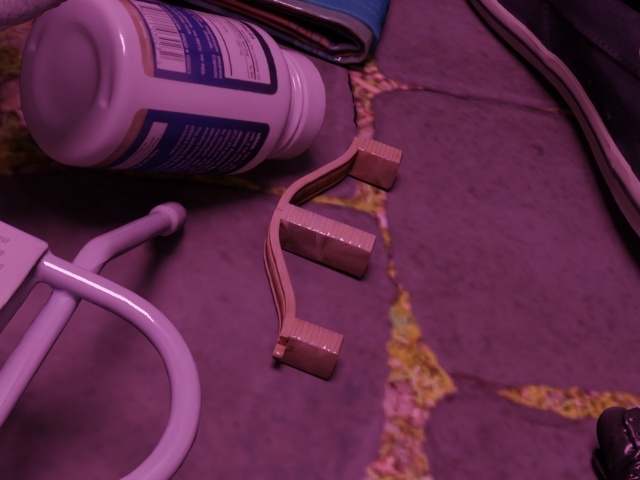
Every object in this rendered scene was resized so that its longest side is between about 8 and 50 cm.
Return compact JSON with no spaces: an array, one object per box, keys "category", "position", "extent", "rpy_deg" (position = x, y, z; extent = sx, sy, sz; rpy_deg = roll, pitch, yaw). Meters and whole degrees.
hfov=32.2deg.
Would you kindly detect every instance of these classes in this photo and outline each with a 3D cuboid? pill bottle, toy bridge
[{"category":"pill bottle","position":[-0.077,-0.085,0.639],"extent":[0.169,0.094,0.094],"rpy_deg":[1,46,-49]},{"category":"toy bridge","position":[0.000,0.000,0.661],"extent":[0.063,0.026,0.188],"rpy_deg":[21,45,0]}]

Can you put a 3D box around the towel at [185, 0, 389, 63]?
[{"category":"towel","position":[-0.060,-0.295,0.900],"extent":[0.272,0.040,0.370],"rpy_deg":[18,44,-6]}]

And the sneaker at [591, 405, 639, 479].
[{"category":"sneaker","position":[0.172,0.131,0.599],"extent":[0.170,0.051,0.089],"rpy_deg":[-14,56,-38]}]

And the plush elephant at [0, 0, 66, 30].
[{"category":"plush elephant","position":[-0.209,-0.218,0.529],"extent":[0.271,0.255,0.330],"rpy_deg":[64,33,-25]}]

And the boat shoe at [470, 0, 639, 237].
[{"category":"boat shoe","position":[0.237,-0.180,0.823],"extent":[0.187,0.156,0.500],"rpy_deg":[0,43,-19]}]

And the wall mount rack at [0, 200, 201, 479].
[{"category":"wall mount rack","position":[-0.208,0.007,0.504],"extent":[0.350,0.130,0.304],"rpy_deg":[25,48,1]}]
